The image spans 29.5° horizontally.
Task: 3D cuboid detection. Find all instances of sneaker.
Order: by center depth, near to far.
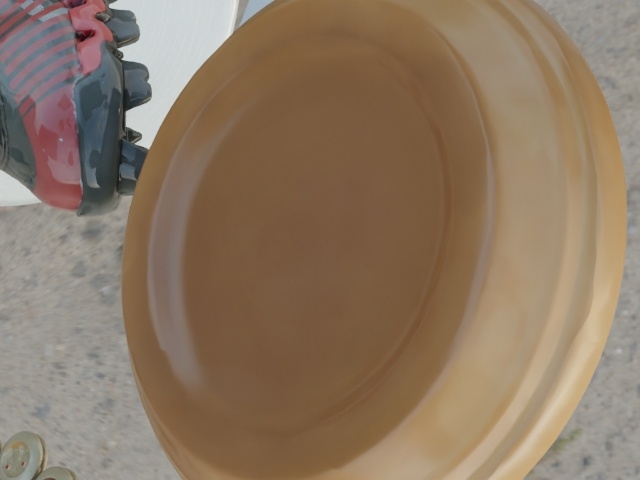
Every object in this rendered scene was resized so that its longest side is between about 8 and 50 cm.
[{"bbox_3d":[-0.171,-0.099,0.537,0.135,0.097,0.276,-15,49,-29],"label":"sneaker"}]

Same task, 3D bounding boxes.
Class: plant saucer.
[{"bbox_3d":[0.000,0.000,0.392,0.037,0.200,0.199,18,78,-48],"label":"plant saucer"}]

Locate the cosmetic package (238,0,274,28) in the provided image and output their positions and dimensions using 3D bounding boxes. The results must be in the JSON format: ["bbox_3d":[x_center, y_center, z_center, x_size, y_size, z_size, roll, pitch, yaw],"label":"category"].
[{"bbox_3d":[0.077,-0.155,1.102,0.224,0.225,0.138,27,82,-49],"label":"cosmetic package"}]

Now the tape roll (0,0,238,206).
[{"bbox_3d":[-0.246,-0.199,0.813,0.392,0.072,0.392,0,126,0],"label":"tape roll"}]

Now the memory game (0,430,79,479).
[{"bbox_3d":[-0.209,0.202,0.727,0.012,0.186,0.186,34,72,-50],"label":"memory game"}]
